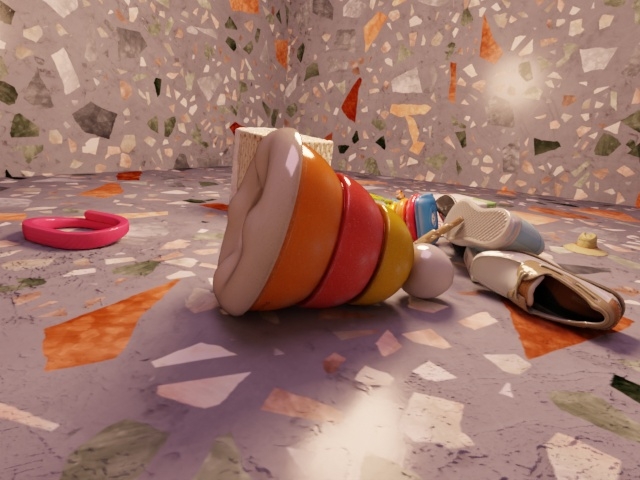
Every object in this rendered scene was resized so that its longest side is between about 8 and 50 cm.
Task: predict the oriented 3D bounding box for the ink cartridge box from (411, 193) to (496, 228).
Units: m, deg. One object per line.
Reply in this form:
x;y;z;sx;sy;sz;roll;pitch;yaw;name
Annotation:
0.488;-0.106;1.562;0.353;0.119;0.207;-7;19;-35;ink cartridge box

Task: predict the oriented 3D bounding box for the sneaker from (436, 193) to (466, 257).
0.464;-0.023;1.298;0.145;0.090;0.270;42;24;-38;sneaker

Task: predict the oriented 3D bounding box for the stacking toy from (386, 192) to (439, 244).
0.230;-0.061;1.336;0.301;0.166;0.175;-4;8;33;stacking toy

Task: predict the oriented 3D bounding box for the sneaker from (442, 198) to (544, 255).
0.451;-0.015;1.081;0.150;0.135;0.366;29;9;-10;sneaker

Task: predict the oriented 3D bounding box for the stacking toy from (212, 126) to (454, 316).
0.058;0.021;0.802;0.479;0.351;0.350;18;9;-21;stacking toy

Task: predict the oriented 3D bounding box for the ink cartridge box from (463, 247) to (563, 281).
0.502;0.073;1.048;0.224;0.056;0.181;10;16;11;ink cartridge box

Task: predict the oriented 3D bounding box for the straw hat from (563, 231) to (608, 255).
0.920;0.005;1.384;0.144;0.061;0.144;3;15;-1;straw hat

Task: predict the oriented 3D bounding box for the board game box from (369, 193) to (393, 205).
0.225;-0.137;1.659;0.043;0.092;0.181;-2;16;-27;board game box

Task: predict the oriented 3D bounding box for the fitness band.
-0.678;-0.032;1.121;0.290;0.054;0.209;9;19;21;fitness band

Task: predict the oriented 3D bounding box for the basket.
-0.151;-0.264;1.607;0.266;0.332;0.328;21;22;31;basket

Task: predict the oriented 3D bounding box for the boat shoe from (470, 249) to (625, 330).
0.448;0.093;0.836;0.302;0.113;0.103;19;16;42;boat shoe

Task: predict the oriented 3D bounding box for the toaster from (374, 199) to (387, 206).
0.110;-0.036;1.142;0.146;0.129;0.227;9;38;5;toaster

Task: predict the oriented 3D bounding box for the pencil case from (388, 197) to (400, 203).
0.365;-0.150;1.796;0.070;0.065;0.151;24;-2;-42;pencil case

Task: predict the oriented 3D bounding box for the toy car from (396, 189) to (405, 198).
0.463;-0.243;2.192;0.122;0.060;0.040;11;47;47;toy car

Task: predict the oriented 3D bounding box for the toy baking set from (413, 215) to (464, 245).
0.269;0.003;1.055;0.256;0.030;0.197;-35;-10;5;toy baking set
